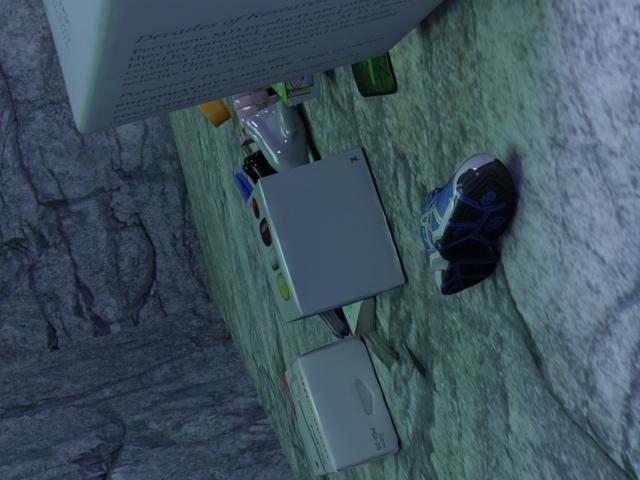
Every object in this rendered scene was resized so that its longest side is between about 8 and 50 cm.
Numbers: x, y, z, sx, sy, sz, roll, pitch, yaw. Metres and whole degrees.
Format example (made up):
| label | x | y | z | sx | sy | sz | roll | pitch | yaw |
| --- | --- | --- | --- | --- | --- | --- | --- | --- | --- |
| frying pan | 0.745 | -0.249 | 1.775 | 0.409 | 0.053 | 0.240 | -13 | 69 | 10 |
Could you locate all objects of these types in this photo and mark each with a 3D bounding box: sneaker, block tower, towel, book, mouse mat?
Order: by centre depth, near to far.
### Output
| label | x | y | z | sx | sy | sz | roll | pitch | yaw |
| --- | --- | --- | --- | --- | --- | --- | --- | --- | --- |
| sneaker | 0.128 | -0.024 | 1.016 | 0.211 | 0.080 | 0.081 | 97 | 150 | -61 |
| mouse mat | 0.043 | -0.262 | 1.255 | 0.152 | 0.007 | 0.190 | -158 | 53 | -76 |
| book | 0.047 | 0.063 | 1.666 | 0.096 | 0.035 | 0.144 | 94 | 158 | -51 |
| block tower | -0.140 | -0.337 | 1.802 | 0.091 | 0.097 | 0.335 | 156 | 95 | -78 |
| towel | -0.047 | 0.028 | 1.826 | 0.285 | 0.034 | 0.209 | 56 | -179 | -41 |

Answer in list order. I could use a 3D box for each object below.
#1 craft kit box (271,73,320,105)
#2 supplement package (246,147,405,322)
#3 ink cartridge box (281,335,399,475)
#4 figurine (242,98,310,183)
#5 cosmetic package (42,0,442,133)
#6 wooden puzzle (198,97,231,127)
| label | x | y | z | sx | sy | sz | roll | pitch | yaw |
| --- | --- | --- | --- | --- | --- | --- | --- | --- | --- |
| craft kit box | -0.082 | -0.346 | 1.460 | 0.250 | 0.061 | 0.247 | -125 | 24 | -50 |
| supplement package | 0.000 | 0.000 | 1.483 | 0.203 | 0.149 | 0.194 | 138 | 114 | -79 |
| ink cartridge box | 0.027 | 0.294 | 1.865 | 0.283 | 0.117 | 0.207 | 117 | 134 | -74 |
| figurine | -0.039 | -0.093 | 1.733 | 0.209 | 0.092 | 0.215 | 60 | 164 | 18 |
| cosmetic package | -0.076 | -0.319 | 0.860 | 0.393 | 0.327 | 0.329 | 149 | 104 | -73 |
| wooden puzzle | -0.257 | -0.356 | 2.084 | 0.322 | 0.080 | 0.348 | 53 | 180 | -36 |
